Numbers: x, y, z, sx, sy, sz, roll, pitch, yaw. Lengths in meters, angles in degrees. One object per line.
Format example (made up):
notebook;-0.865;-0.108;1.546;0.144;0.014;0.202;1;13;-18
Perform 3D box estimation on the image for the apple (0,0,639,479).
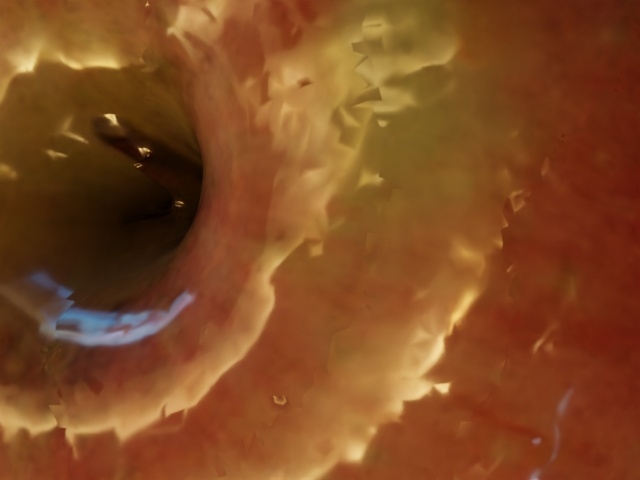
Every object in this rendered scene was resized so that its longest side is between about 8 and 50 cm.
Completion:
apple;0.000;0.000;0.592;0.345;0.269;0.345;-4;81;29
